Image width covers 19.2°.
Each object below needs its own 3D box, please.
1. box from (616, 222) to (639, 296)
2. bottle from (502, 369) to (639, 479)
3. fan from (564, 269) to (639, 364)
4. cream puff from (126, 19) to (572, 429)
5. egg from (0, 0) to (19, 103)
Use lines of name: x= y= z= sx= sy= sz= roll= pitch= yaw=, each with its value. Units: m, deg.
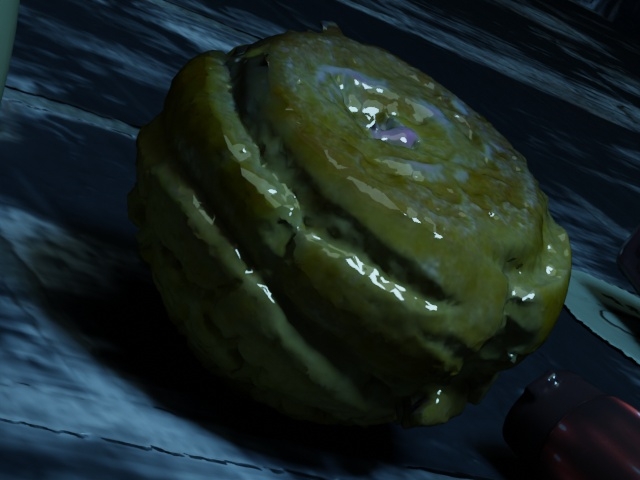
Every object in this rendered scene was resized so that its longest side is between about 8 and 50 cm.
box: x=0.266 y=0.065 z=1.123 sx=0.120 sy=0.069 sz=0.224 roll=29 pitch=16 yaw=-26
bottle: x=0.139 y=0.112 z=0.774 sx=0.060 sy=0.060 sz=0.164 roll=15 pitch=20 yaw=-45
fan: x=0.229 y=0.086 z=1.134 sx=0.191 sy=0.009 sz=0.329 roll=27 pitch=14 yaw=-11
cream puff: x=0.000 y=0.000 z=0.742 sx=0.189 sy=0.129 sz=0.189 roll=29 pitch=23 yaw=-13
egg: x=-0.153 y=-0.042 z=0.353 sx=0.186 sy=0.241 sz=0.186 roll=16 pitch=33 yaw=-10
